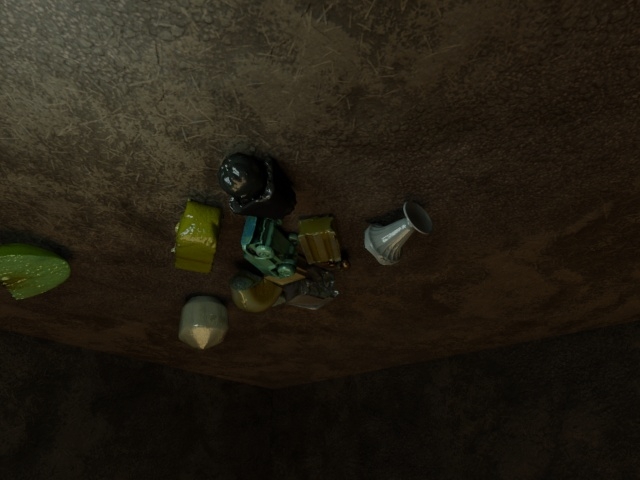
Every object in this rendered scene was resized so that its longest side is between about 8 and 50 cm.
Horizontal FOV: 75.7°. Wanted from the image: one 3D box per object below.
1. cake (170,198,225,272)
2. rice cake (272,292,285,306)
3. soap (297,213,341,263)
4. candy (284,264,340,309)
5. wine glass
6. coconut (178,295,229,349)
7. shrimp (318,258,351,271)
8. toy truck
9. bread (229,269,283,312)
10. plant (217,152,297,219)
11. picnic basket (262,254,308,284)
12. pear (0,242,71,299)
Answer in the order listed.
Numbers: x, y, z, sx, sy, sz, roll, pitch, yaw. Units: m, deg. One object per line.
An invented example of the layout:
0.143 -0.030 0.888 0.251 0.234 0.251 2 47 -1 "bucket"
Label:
-0.400 -0.017 1.354 0.156 0.179 0.260 10 144 -19 "cake"
-0.270 0.251 1.930 0.127 0.043 0.237 -25 141 33 "rice cake"
0.000 0.002 1.493 0.134 0.076 0.233 -5 150 7 "soap"
-0.044 0.205 1.770 0.184 0.137 0.195 16 147 -25 "candy"
0.263 -0.024 1.382 0.164 0.165 0.196 20 140 -30 "wine glass"
-0.565 0.410 1.991 0.244 0.247 0.245 -2 149 -1 "coconut"
0.058 0.104 1.646 0.132 0.052 0.187 -3 170 -10 "shrimp"
-0.177 0.026 1.458 0.156 0.155 0.279 -6 150 24 "toy truck"
-0.287 0.217 1.717 0.158 0.156 0.260 16 168 38 "bread"
-0.179 -0.147 1.180 0.164 0.142 0.256 -21 147 31 "plant"
-0.142 0.113 1.659 0.164 0.080 0.115 -20 146 36 "picnic basket"
-1.084 0.083 1.560 0.239 0.139 0.288 -9 147 -16 "pear"
